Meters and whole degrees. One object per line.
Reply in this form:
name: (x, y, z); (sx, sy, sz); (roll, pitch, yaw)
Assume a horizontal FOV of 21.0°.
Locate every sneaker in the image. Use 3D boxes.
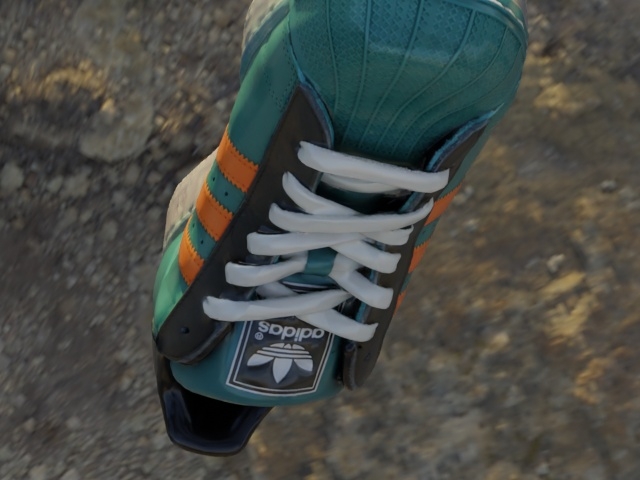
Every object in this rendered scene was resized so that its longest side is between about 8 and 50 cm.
sneaker: (0.000, 0.000, 0.676); (0.108, 0.302, 0.121); (12, 63, -12)
